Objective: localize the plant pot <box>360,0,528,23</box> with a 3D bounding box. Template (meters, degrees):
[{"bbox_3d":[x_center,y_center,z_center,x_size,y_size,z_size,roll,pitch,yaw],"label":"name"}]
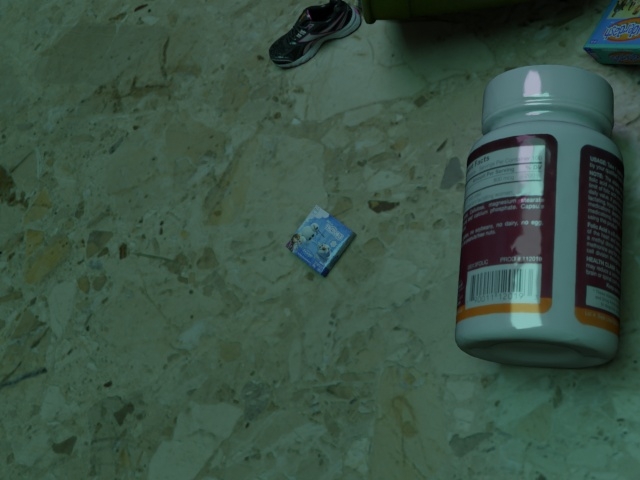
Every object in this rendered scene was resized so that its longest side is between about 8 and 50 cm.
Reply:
[{"bbox_3d":[0.257,-0.511,1.553,0.352,0.366,0.367,5,74,9],"label":"plant pot"}]

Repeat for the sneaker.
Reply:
[{"bbox_3d":[-0.022,-0.382,1.800,0.178,0.077,0.072,-31,60,15],"label":"sneaker"}]

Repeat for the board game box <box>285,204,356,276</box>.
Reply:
[{"bbox_3d":[0.000,0.000,1.688,0.090,0.020,0.090,37,90,32],"label":"board game box"}]

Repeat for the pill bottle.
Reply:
[{"bbox_3d":[0.312,-0.031,1.422,0.224,0.224,0.392,-2,72,26],"label":"pill bottle"}]

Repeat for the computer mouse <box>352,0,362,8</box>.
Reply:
[{"bbox_3d":[0.128,-0.491,1.785,0.106,0.042,0.193,20,88,35],"label":"computer mouse"}]

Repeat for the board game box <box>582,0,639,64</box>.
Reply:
[{"bbox_3d":[0.505,-0.361,1.499,0.210,0.047,0.160,-58,25,-2],"label":"board game box"}]
